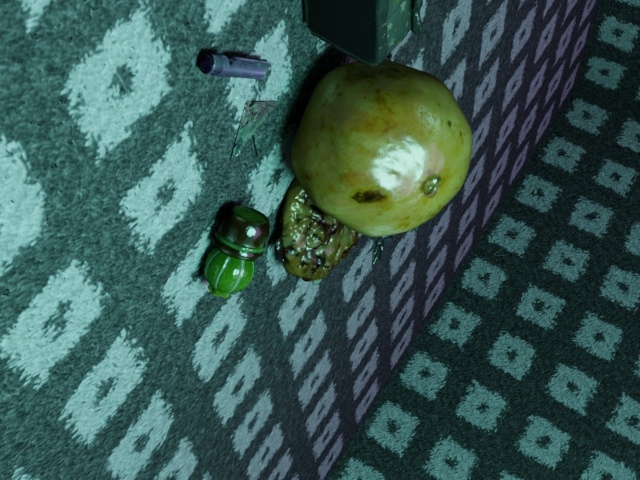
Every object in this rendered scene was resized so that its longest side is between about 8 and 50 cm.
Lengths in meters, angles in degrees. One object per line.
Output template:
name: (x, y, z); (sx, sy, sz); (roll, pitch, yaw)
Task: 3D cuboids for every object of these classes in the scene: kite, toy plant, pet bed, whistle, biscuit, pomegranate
kite: (-0.110, -0.184, 1.458); (0.139, 0.011, 0.156); (-51, 157, -24)
toy plant: (-0.150, 0.024, 1.509); (0.093, 0.093, 0.162); (-23, 141, -61)
pet bed: (0.076, -0.414, 1.375); (0.159, 0.183, 0.211); (-46, 153, -25)
whistle: (-0.124, -0.258, 1.287); (0.176, 0.033, 0.033); (-17, 131, -65)
biscuit: (0.022, -0.047, 1.820); (0.334, 0.081, 0.289); (-1, 110, -65)
pomegranate: (0.097, -0.170, 1.595); (0.342, 0.342, 0.342); (-51, 158, -30)

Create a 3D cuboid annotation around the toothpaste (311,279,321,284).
toothpaste: (0.000, 0.000, 1.944); (0.067, 0.037, 0.255); (-40, 147, -44)

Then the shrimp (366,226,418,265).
shrimp: (0.225, -0.105, 2.171); (0.137, 0.172, 0.372); (-20, 127, -70)

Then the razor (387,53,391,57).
razor: (0.097, -0.331, 1.759); (0.154, 0.028, 0.044); (-59, 160, -12)
